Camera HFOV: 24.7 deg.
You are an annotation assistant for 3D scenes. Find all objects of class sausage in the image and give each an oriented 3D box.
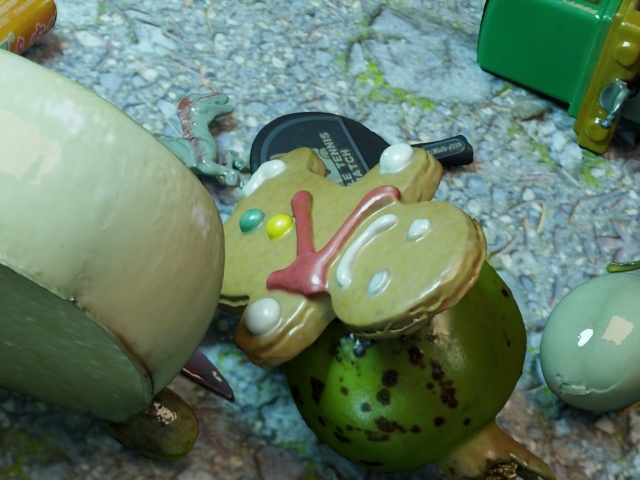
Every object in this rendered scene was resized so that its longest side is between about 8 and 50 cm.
[{"bbox_3d":[-0.325,-0.156,1.281,0.071,0.071,0.234,33,47,5],"label":"sausage"}]

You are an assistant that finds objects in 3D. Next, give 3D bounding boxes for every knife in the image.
[{"bbox_3d":[-0.170,0.055,1.211,0.247,0.018,0.035,35,44,4],"label":"knife"}]

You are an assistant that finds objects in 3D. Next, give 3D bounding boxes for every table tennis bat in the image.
[{"bbox_3d":[0.042,-0.071,1.401,0.236,0.027,0.150,-11,57,-27],"label":"table tennis bat"}]

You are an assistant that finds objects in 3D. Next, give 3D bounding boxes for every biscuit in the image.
[{"bbox_3d":[0.000,0.000,1.117,0.216,0.339,0.047,-49,118,-13],"label":"biscuit"}]

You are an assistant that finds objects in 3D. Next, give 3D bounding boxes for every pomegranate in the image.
[{"bbox_3d":[0.091,0.102,1.163,0.246,0.198,0.198,26,47,-1],"label":"pomegranate"}]

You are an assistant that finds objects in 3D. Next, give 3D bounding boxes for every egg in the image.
[{"bbox_3d":[0.256,0.091,1.294,0.114,0.114,0.152,42,49,14],"label":"egg"}]

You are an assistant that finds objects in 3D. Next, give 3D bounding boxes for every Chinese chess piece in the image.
[{"bbox_3d":[-0.233,-0.004,1.015,0.338,0.338,0.141,24,66,-3],"label":"Chinese chess piece"}]

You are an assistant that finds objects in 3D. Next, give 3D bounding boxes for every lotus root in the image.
[{"bbox_3d":[-0.140,0.134,1.130,0.099,0.054,0.049,33,26,4],"label":"lotus root"}]

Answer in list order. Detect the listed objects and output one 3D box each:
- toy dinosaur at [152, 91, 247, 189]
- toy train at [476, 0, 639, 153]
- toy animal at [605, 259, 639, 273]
[{"bbox_3d":[-0.165,-0.066,1.287,0.242,0.053,0.167,-6,54,-27],"label":"toy dinosaur"},{"bbox_3d":[0.325,-0.267,1.595,0.249,0.178,0.429,21,46,10],"label":"toy train"},{"bbox_3d":[0.382,0.007,1.403,0.181,0.136,0.073,7,50,-17],"label":"toy animal"}]
